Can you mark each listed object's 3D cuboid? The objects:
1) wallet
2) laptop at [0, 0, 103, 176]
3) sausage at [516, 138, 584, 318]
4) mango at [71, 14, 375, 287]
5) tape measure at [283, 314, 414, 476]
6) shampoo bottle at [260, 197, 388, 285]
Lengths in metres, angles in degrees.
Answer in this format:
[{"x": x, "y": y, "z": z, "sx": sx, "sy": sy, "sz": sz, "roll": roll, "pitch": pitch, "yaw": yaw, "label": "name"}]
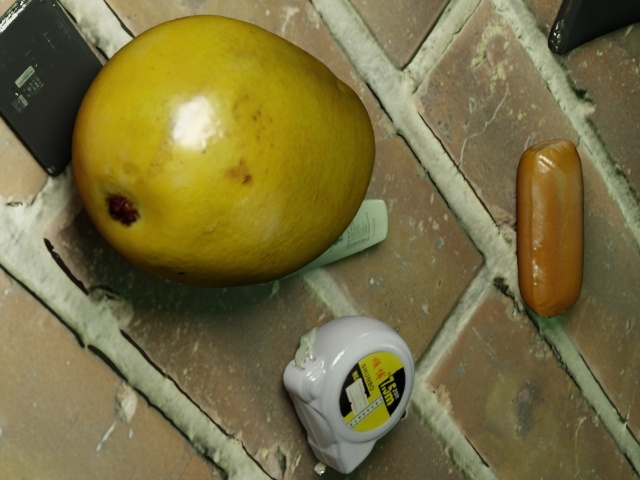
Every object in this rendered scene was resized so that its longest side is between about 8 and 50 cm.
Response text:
[{"x": 0.436, "y": -0.364, "z": 2.259, "sx": 0.250, "sy": 0.044, "sz": 0.149, "roll": -22, "pitch": 142, "yaw": -39, "label": "wallet"}, {"x": -0.293, "y": -0.171, "z": 1.629, "sx": 0.129, "sy": 0.016, "sz": 0.180, "roll": -52, "pitch": 135, "yaw": -20, "label": "laptop"}, {"x": 0.342, "y": -0.017, "z": 2.265, "sx": 0.105, "sy": 0.105, "sz": 0.274, "roll": -22, "pitch": 118, "yaw": -40, "label": "sausage"}, {"x": -0.091, "y": -0.095, "z": 1.711, "sx": 0.446, "sy": 0.232, "sz": 0.300, "roll": -1, "pitch": 100, "yaw": -57, "label": "mango"}, {"x": 0.039, "y": 0.190, "z": 2.025, "sx": 0.178, "sy": 0.105, "sz": 0.196, "roll": -33, "pitch": 123, "yaw": -25, "label": "tape measure"}, {"x": 0.000, "y": 0.000, "z": 1.957, "sx": 0.212, "sy": 0.049, "sz": 0.072, "roll": -24, "pitch": 123, "yaw": -38, "label": "shampoo bottle"}]
